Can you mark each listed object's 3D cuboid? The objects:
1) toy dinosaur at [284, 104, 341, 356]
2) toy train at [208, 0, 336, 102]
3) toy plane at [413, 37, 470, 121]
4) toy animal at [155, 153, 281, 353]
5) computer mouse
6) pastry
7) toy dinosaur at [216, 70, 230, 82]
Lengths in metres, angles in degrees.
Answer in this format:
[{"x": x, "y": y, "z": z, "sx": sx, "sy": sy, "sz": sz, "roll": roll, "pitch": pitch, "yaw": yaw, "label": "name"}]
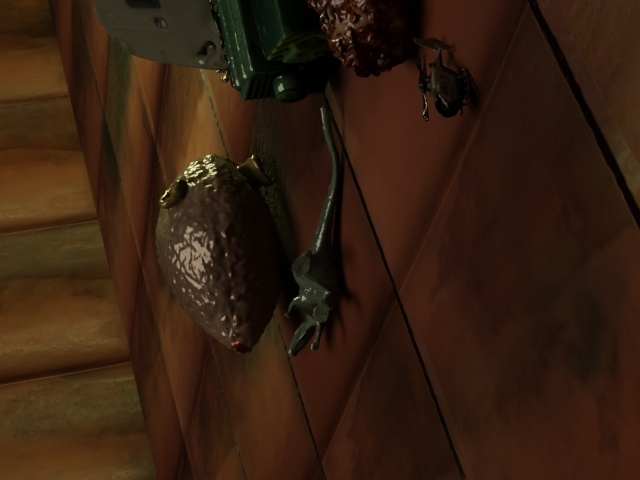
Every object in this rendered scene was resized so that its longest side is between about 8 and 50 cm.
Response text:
[{"x": -0.001, "y": 0.025, "z": 1.641, "sx": 0.129, "sy": 0.076, "sz": 0.383, "roll": -89, "pitch": 10, "yaw": -55, "label": "toy dinosaur"}, {"x": -0.059, "y": -0.343, "z": 1.570, "sx": 0.178, "sy": 0.138, "sz": 0.330, "roll": 141, "pitch": 119, "yaw": -65, "label": "toy train"}, {"x": 0.118, "y": -0.159, "z": 1.234, "sx": 0.031, "sy": 0.049, "sz": 0.121, "roll": 103, "pitch": 170, "yaw": -48, "label": "toy plane"}, {"x": -0.156, "y": 0.009, "z": 1.939, "sx": 0.226, "sy": 0.188, "sz": 0.358, "roll": 96, "pitch": 158, "yaw": -53, "label": "toy animal"}, {"x": -0.220, "y": -0.359, "z": 1.941, "sx": 0.330, "sy": 0.095, "sz": 0.197, "roll": 14, "pitch": 134, "yaw": 37, "label": "computer mouse"}, {"x": 0.037, "y": -0.273, "z": 1.368, "sx": 0.115, "sy": 0.097, "sz": 0.209, "roll": 116, "pitch": 144, "yaw": -44, "label": "pastry"}, {"x": -0.153, "y": -0.317, "z": 2.041, "sx": 0.220, "sy": 0.032, "sz": 0.108, "roll": -116, "pitch": 22, "yaw": -49, "label": "toy dinosaur"}]
